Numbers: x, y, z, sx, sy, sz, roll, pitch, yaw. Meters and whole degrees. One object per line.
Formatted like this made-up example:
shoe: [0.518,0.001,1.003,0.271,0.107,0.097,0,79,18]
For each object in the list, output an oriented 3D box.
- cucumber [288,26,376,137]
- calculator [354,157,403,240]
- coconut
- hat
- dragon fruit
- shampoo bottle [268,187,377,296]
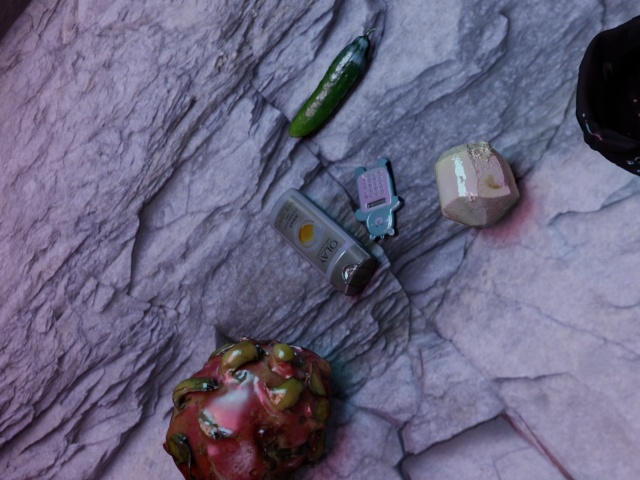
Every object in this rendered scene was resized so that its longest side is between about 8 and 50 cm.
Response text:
cucumber: [0.025,-0.276,1.458,0.250,0.056,0.056,-53,54,21]
calculator: [0.096,-0.069,1.383,0.094,0.019,0.141,-19,69,31]
coconut: [0.231,-0.076,1.216,0.116,0.116,0.122,-25,68,32]
hat: [0.475,-0.203,1.045,0.238,0.209,0.336,44,91,15]
dragon fruit: [-0.113,0.280,1.330,0.291,0.269,0.250,-50,65,23]
shampoo bottle: [0.000,0.000,1.420,0.227,0.056,0.086,43,109,35]
